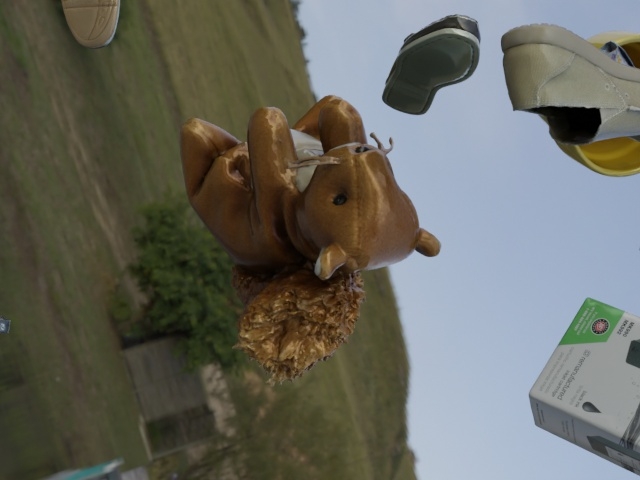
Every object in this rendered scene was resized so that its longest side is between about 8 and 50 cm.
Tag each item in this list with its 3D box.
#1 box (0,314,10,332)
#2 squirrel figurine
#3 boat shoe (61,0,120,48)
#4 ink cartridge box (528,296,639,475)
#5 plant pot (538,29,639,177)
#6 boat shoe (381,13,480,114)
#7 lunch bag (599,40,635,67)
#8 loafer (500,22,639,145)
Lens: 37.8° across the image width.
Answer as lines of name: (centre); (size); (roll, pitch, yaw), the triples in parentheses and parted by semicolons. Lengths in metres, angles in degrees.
box: (-0.474, 0.109, 1.273); (0.067, 0.083, 0.018); (11, -89, 55)
squirrel figurine: (0.000, 0.000, 1.325); (0.370, 0.281, 0.396); (26, -63, 53)
boat shoe: (-0.391, -0.459, 1.598); (0.092, 0.103, 0.285); (62, 16, -82)
ink cartridge box: (0.507, 0.244, 1.456); (0.289, 0.211, 0.121); (22, -27, 33)
plant pot: (0.512, -0.269, 1.731); (0.239, 0.254, 0.254); (-127, -158, -65)
boat shoe: (0.128, -0.214, 1.079); (0.228, 0.081, 0.068); (143, -32, -73)
lunch bag: (0.476, -0.273, 1.500); (0.053, 0.083, 0.071); (-16, -52, 41)
loafer: (0.288, -0.140, 0.980); (0.102, 0.269, 0.092); (4, -102, 62)
